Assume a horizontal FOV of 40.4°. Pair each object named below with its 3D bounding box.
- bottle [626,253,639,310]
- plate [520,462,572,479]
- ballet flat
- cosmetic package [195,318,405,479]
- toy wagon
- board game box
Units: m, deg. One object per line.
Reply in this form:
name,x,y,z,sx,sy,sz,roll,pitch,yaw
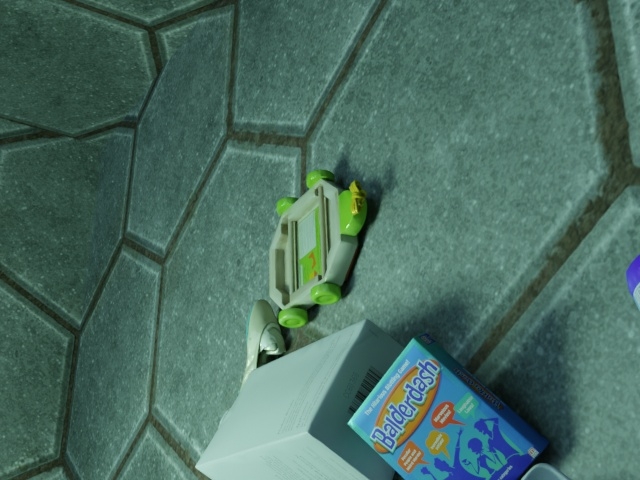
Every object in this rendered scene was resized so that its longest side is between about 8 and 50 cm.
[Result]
bottle,0.392,0.126,0.822,0.092,0.118,0.283,-49,39,36
plate,0.244,0.405,0.837,0.278,0.045,0.277,37,94,18
ballet flat,-0.107,0.240,1.727,0.086,0.086,0.248,-12,68,59
cosmetic package,-0.019,0.290,1.374,0.385,0.156,0.217,-33,21,54
toy wagon,0.000,0.000,1.642,0.344,0.068,0.267,-38,46,47
board game box,0.160,0.248,1.121,0.210,0.047,0.160,41,111,19
